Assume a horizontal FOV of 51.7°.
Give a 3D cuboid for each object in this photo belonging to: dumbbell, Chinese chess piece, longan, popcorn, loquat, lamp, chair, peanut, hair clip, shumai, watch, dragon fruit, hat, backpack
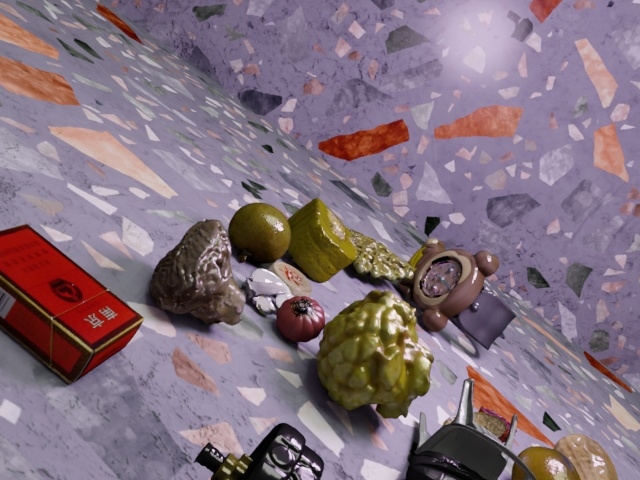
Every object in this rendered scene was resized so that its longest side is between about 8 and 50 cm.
[{"bbox_3d":[0.008,0.374,0.787,0.388,0.185,0.185,38,16,3],"label":"dumbbell"},{"bbox_3d":[-0.078,0.104,1.593,0.122,0.051,0.122,35,17,-12],"label":"Chinese chess piece"},{"bbox_3d":[-0.153,-0.010,1.626,0.154,0.176,0.145,19,-30,10],"label":"longan"},{"bbox_3d":[0.109,0.235,1.339,0.270,0.224,0.258,34,31,-44],"label":"popcorn"},{"bbox_3d":[0.503,0.541,1.466,0.152,0.152,0.195,36,24,-6],"label":"loquat"},{"bbox_3d":[-0.042,0.168,1.414,0.107,0.092,0.108,3,42,-3],"label":"lamp"},{"bbox_3d":[0.310,0.409,1.318,0.203,0.191,0.275,37,19,2],"label":"chair"},{"bbox_3d":[0.671,0.613,1.624,0.159,0.143,0.291,42,19,-16],"label":"peanut"},{"bbox_3d":[-0.115,0.110,1.469,0.172,0.049,0.116,5,53,-55],"label":"hair clip"},{"bbox_3d":[-0.207,0.073,1.232,0.175,0.166,0.206,40,38,-23],"label":"shumai"},{"bbox_3d":[0.472,0.191,2.208,0.327,0.314,0.335,41,0,-35],"label":"watch"},{"bbox_3d":[0.432,0.470,1.647,0.112,0.068,0.126,32,5,4],"label":"dragon fruit"},{"bbox_3d":[0.359,0.460,1.537,0.145,0.067,0.146,-4,10,1],"label":"hat"},{"bbox_3d":[0.232,0.455,1.193,0.165,0.106,0.120,21,5,25],"label":"backpack"}]

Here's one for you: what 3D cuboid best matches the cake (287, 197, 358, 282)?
[{"bbox_3d":[0.000,0.000,1.872,0.179,0.156,0.261,49,17,-18],"label":"cake"}]

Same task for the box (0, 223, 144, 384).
[{"bbox_3d":[-0.391,0.083,0.947,0.239,0.074,0.153,39,12,2],"label":"box"}]

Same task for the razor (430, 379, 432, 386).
[{"bbox_3d":[0.161,0.279,1.633,0.278,0.056,0.111,43,-20,-1],"label":"razor"}]

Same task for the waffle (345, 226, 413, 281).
[{"bbox_3d":[0.148,0.037,2.157,0.317,0.073,0.297,9,25,-38],"label":"waffle"}]
